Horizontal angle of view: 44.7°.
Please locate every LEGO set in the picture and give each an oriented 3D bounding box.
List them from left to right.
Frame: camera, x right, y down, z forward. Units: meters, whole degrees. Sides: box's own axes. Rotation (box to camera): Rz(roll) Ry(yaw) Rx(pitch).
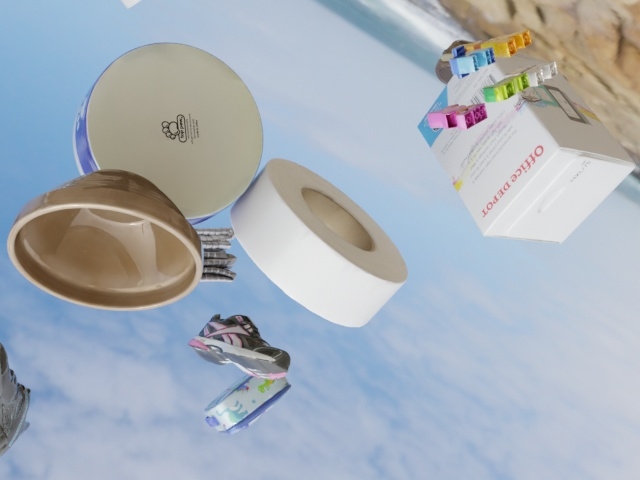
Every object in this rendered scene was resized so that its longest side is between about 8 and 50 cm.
[{"bbox_3d":[0.204,-0.217,1.006,0.093,0.087,0.227,4,-153,46],"label":"LEGO set"}]

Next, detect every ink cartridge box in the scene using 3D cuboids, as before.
[{"bbox_3d":[0.338,-0.160,1.315,0.197,0.198,0.270,5,-134,-34],"label":"ink cartridge box"}]

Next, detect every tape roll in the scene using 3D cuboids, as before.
[{"bbox_3d":[0.000,0.000,1.216,0.286,0.100,0.286,35,-161,-14],"label":"tape roll"}]

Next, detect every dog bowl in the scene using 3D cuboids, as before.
[{"bbox_3d":[-0.222,-0.151,1.150,0.265,0.265,0.104,27,162,-20],"label":"dog bowl"}]

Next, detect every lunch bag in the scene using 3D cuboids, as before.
[{"bbox_3d":[-0.161,0.344,1.674,0.090,0.176,0.219,54,159,3],"label":"lunch bag"}]

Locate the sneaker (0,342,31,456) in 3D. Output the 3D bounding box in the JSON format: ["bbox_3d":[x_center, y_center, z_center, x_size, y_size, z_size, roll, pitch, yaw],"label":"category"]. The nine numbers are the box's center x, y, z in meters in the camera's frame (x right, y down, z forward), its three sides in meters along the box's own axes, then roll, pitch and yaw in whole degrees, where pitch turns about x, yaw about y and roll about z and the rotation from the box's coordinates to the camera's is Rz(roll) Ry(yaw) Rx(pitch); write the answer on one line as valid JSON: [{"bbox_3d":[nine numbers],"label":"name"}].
[{"bbox_3d":[-0.774,0.360,1.864,0.125,0.341,0.139,22,-149,18],"label":"sneaker"}]

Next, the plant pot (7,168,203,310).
[{"bbox_3d":[-0.266,-0.015,0.997,0.237,0.237,0.109,24,-131,-31],"label":"plant pot"}]

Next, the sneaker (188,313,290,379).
[{"bbox_3d":[-0.115,0.145,1.140,0.178,0.077,0.072,11,151,34],"label":"sneaker"}]

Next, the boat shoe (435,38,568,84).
[{"bbox_3d":[0.354,-0.334,1.489,0.257,0.095,0.095,20,155,19],"label":"boat shoe"}]

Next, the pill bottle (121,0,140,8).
[{"bbox_3d":[-0.294,-0.471,1.000,0.318,0.176,0.176,55,-175,-22],"label":"pill bottle"}]

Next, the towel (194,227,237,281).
[{"bbox_3d":[-0.352,0.059,1.742,0.284,0.235,0.121,-2,-104,-45],"label":"towel"}]
